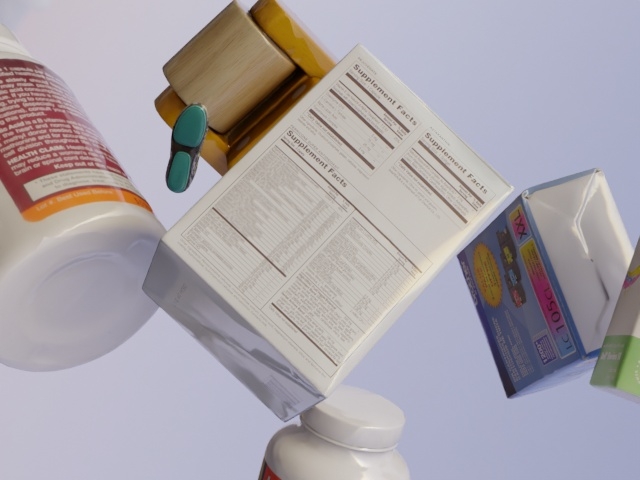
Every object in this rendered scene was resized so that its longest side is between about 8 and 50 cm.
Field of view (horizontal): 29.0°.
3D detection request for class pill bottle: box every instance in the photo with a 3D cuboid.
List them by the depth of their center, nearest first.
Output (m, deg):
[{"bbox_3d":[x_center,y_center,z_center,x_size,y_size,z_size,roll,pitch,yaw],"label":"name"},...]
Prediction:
[{"bbox_3d":[-0.340,-0.065,1.360,0.224,0.224,0.392,-49,-126,16],"label":"pill bottle"},{"bbox_3d":[0.000,0.346,1.499,0.181,0.181,0.323,-132,-125,-67],"label":"pill bottle"}]

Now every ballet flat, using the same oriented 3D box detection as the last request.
[{"bbox_3d":[-0.155,-0.112,1.440,0.041,0.041,0.114,-108,-147,-62],"label":"ballet flat"}]

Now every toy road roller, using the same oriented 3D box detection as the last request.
[{"bbox_3d":[-0.033,-0.122,1.518,0.202,0.329,0.240,-42,-157,11],"label":"toy road roller"}]

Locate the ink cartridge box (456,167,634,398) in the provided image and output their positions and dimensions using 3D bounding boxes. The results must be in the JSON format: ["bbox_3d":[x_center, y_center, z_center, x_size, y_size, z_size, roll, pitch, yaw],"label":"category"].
[{"bbox_3d":[0.357,0.089,1.963,0.395,0.151,0.270,118,-45,-70],"label":"ink cartridge box"}]

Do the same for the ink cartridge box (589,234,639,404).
[{"bbox_3d":[0.506,0.055,1.573,0.119,0.207,0.354,116,-6,-84],"label":"ink cartridge box"}]

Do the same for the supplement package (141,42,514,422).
[{"bbox_3d":[0.000,0.000,1.153,0.263,0.198,0.199,-47,179,-19],"label":"supplement package"}]
